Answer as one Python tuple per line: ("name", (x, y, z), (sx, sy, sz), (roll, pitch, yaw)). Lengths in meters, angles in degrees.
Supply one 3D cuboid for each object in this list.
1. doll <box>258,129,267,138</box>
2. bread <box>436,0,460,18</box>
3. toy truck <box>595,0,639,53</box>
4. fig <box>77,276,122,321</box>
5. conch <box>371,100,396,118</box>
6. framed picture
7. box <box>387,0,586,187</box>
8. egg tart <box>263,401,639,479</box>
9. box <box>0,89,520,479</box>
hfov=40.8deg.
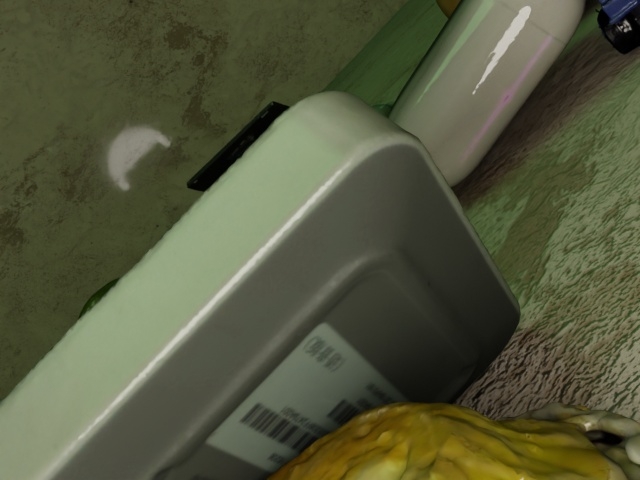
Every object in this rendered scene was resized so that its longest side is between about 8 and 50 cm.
("doll", (-0.063, -0.068, 1.485), (0.376, 0.187, 0.365), (-17, 32, 22))
("bread", (0.394, -0.484, 1.399), (0.424, 0.329, 0.245), (-43, 54, 12))
("toy truck", (0.379, -0.347, 1.037), (0.161, 0.177, 0.213), (-39, 15, 34))
("fig", (-0.269, 0.161, 1.529), (0.314, 0.232, 0.233), (-9, -4, -26))
("conch", (0.121, -0.237, 1.799), (0.065, 0.088, 0.180), (14, 35, 25))
("framed picture", (-0.060, -0.153, 1.682), (0.255, 0.014, 0.339), (-39, -29, 30))
("box", (0.214, -0.233, 1.165), (0.349, 0.141, 0.288), (-56, 1, 19))
("egg tart", (0.028, 0.219, 0.472), (0.388, 0.169, 0.388), (-41, 10, 9))
("box", (-0.028, 0.120, 0.619), (0.373, 0.367, 0.090), (-47, 55, -1))
